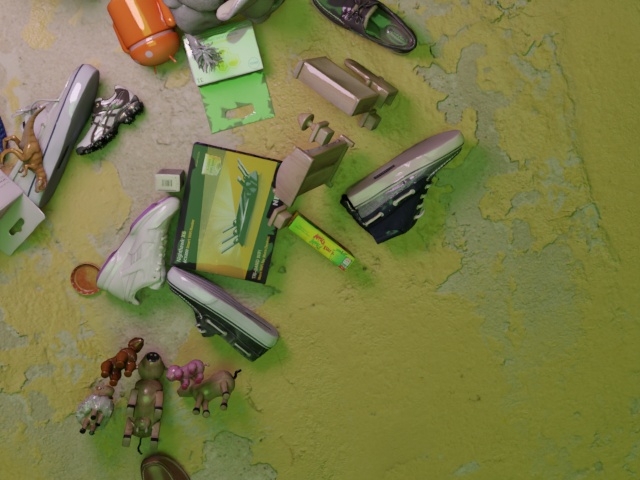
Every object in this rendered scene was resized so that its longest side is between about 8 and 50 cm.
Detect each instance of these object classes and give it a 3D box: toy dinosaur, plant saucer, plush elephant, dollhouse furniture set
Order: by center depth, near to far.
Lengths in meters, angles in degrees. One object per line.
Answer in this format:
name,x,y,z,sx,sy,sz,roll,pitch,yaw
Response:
plush elephant,-0.212,-0.565,1.598,0.255,0.272,0.330,-20,104,11
toy dinosaur,-0.657,-0.213,1.642,0.112,0.064,0.211,-1,122,-9
dollhouse furniture set,-0.017,-0.244,1.765,0.174,0.303,0.355,39,123,16
plant saucer,-0.587,0.096,1.842,0.083,0.013,0.083,-1,100,-4

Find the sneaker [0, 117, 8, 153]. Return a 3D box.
sneaker,-0.819,-0.301,1.716,0.090,0.081,0.232,-21,95,3

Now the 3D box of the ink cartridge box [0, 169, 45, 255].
ink cartridge box,-0.843,-0.106,1.693,0.353,0.119,0.207,45,121,-11

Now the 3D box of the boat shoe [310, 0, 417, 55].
boat shoe,0.110,-0.533,1.735,0.285,0.092,0.103,30,97,-10

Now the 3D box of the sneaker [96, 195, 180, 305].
sneaker,-0.415,0.026,1.793,0.152,0.114,0.305,37,106,-4

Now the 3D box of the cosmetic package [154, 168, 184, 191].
cosmetic package,-0.363,-0.146,1.761,0.060,0.115,0.041,2,102,-4

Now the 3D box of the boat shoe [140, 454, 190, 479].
boat shoe,-0.384,0.718,1.927,0.123,0.116,0.324,-24,102,0

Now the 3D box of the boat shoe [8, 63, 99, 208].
boat shoe,-0.653,-0.267,1.716,0.156,0.136,0.367,27,107,-6

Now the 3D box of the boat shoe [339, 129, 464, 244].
boat shoe,0.229,-0.129,1.820,0.340,0.127,0.158,-30,108,10

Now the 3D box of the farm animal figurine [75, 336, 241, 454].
farm animal figurine,-0.407,0.379,1.845,0.330,0.172,0.326,25,110,-17

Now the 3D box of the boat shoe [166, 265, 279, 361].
boat shoe,-0.259,0.195,1.825,0.335,0.121,0.119,38,96,-17

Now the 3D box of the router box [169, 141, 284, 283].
router box,-0.221,-0.068,1.805,0.243,0.081,0.308,11,100,-7

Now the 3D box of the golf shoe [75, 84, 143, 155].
golf shoe,-0.520,-0.287,1.748,0.198,0.077,0.094,-43,95,-5

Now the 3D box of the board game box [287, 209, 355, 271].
board game box,0.000,0.000,1.831,0.181,0.092,0.043,37,95,-10

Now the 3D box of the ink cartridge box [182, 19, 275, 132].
ink cartridge box,-0.217,-0.393,1.758,0.171,0.056,0.235,-15,100,-2

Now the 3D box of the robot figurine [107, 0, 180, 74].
robot figurine,-0.404,-0.498,1.682,0.158,0.128,0.219,-25,102,0
